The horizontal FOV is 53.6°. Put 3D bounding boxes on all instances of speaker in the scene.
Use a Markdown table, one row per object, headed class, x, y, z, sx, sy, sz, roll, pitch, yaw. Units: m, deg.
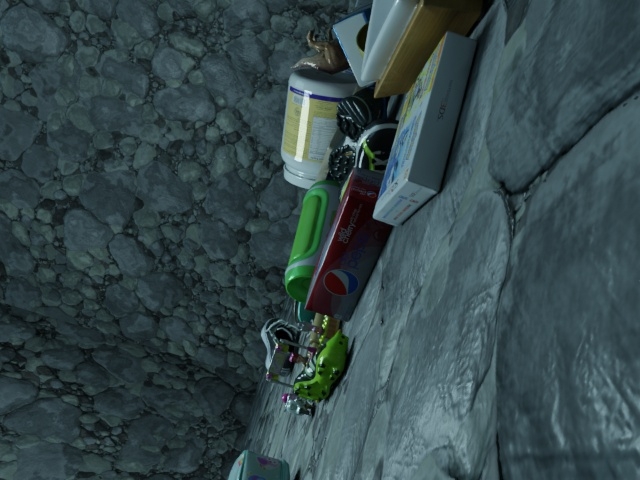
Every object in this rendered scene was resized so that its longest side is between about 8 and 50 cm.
| class | x | y | z | sx | sy | sz | roll | pitch | yaw |
| --- | --- | --- | --- | --- | --- | --- | --- | --- | --- |
| speaker | 0.000 | 0.000 | 1.463 | 0.131 | 0.131 | 0.297 | 112 | 173 | -49 |

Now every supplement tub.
| class | x | y | z | sx | sy | sz | roll | pitch | yaw |
| --- | --- | --- | --- | --- | --- | --- | --- | --- | --- |
| supplement tub | 0.004 | -0.345 | 1.968 | 0.241 | 0.241 | 0.331 | -81 | -1 | -64 |

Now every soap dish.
| class | x | y | z | sx | sy | sz | roll | pitch | yaw |
| --- | --- | --- | --- | --- | --- | --- | --- | --- | --- |
| soap dish | 0.149 | -0.358 | 0.905 | 0.291 | 0.118 | 0.229 | 125 | 156 | -78 |

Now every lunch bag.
| class | x | y | z | sx | sy | sz | roll | pitch | yaw |
| --- | --- | --- | --- | --- | --- | --- | --- | --- | --- |
| lunch bag | -0.132 | 0.537 | 1.110 | 0.224 | 0.107 | 0.279 | -92 | 17 | -63 |

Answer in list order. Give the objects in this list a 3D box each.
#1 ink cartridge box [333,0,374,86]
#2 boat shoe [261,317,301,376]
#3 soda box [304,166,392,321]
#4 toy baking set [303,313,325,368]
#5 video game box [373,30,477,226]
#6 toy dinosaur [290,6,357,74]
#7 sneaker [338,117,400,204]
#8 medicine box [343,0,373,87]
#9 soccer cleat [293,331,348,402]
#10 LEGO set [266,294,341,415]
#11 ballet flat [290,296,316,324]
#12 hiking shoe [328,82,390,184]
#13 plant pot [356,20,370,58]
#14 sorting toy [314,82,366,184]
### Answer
| class | x | y | z | sx | sy | sz | roll | pitch | yaw |
| --- | --- | --- | --- | --- | --- | --- | --- | --- | --- |
| ink cartridge box | 0.115 | -0.437 | 1.372 | 0.082 | 0.140 | 0.191 | -14 | 25 | 31 |
| boat shoe | -0.123 | 0.306 | 2.003 | 0.306 | 0.113 | 0.105 | -94 | 28 | -72 |
| soda box | 0.050 | 0.012 | 1.052 | 0.092 | 0.083 | 0.263 | -77 | 5 | -51 |
| toy baking set | -0.017 | 0.220 | 1.457 | 0.197 | 0.030 | 0.256 | 113 | 173 | -56 |
| video game box | 0.132 | -0.137 | 0.834 | 0.187 | 0.048 | 0.205 | 132 | 156 | -75 |
| toy dinosaur | 0.066 | -0.557 | 1.910 | 0.295 | 0.200 | 0.127 | -31 | 5 | -15 |
| sneaker | 0.100 | -0.107 | 1.114 | 0.235 | 0.084 | 0.097 | 110 | 151 | -48 |
| medicine box | 0.158 | -0.693 | 2.187 | 0.263 | 0.149 | 0.289 | 116 | 170 | -64 |
| soccer cleat | 0.005 | 0.213 | 1.048 | 0.072 | 0.060 | 0.179 | -63 | 4 | -39 |
| LEGO set | -0.027 | 0.183 | 1.194 | 0.132 | 0.107 | 0.287 | 129 | 158 | -79 |
| ballet flat | -0.024 | 0.088 | 1.629 | 0.096 | 0.095 | 0.280 | 1 | 61 | 44 |
| hiking shoe | 0.103 | -0.229 | 1.461 | 0.132 | 0.113 | 0.304 | -40 | -19 | -27 |
| plant pot | 0.143 | -0.362 | 1.232 | 0.095 | 0.134 | 0.134 | 70 | -151 | -51 |
| sorting toy | 0.076 | -0.250 | 1.692 | 0.255 | 0.089 | 0.257 | 114 | 180 | -60 |
